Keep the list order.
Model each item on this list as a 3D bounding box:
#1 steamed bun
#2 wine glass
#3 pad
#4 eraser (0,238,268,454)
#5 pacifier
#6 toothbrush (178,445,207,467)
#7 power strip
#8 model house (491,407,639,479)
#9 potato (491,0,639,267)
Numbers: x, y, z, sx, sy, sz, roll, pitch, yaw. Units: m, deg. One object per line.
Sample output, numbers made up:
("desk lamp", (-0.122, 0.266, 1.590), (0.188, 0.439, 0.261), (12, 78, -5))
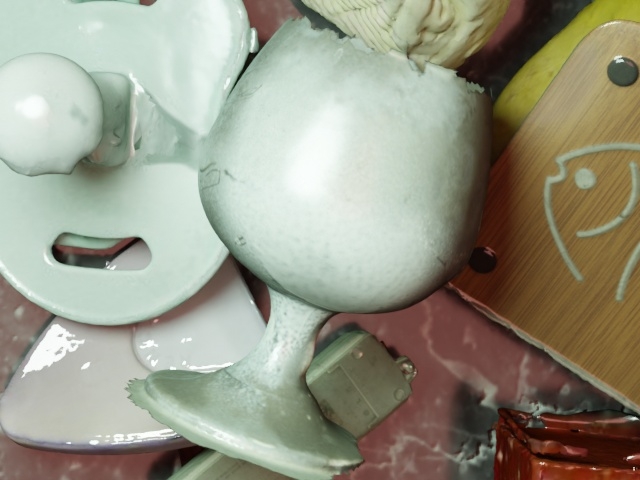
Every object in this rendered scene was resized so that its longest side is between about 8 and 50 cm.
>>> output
("steamed bun", (0.049, -0.306, 1.625), (0.206, 0.275, 0.320), (-41, 132, -16))
("wine glass", (0.000, 0.000, 1.527), (0.238, 0.238, 0.323), (17, 96, -7))
("pad", (0.267, -0.002, 1.557), (0.284, 0.018, 0.286), (33, 120, -1))
("eraser", (-0.160, 0.108, 1.696), (0.243, 0.059, 0.204), (-26, 67, -2))
("pacifier", (-0.206, -0.101, 1.602), (0.288, 0.269, 0.343), (1, 90, 15))
("toothbrush", (-0.083, 0.294, 1.748), (0.041, 0.041, 0.364), (-12, 95, -6))
("power strip", (-0.035, 0.179, 1.715), (0.272, 0.052, 0.078), (-39, 102, -14))
("model house", (0.224, 0.281, 1.706), (0.160, 0.196, 0.254), (8, 94, -6))
("potato", (0.254, -0.114, 1.628), (0.296, 0.290, 0.397), (-17, 125, -2))
